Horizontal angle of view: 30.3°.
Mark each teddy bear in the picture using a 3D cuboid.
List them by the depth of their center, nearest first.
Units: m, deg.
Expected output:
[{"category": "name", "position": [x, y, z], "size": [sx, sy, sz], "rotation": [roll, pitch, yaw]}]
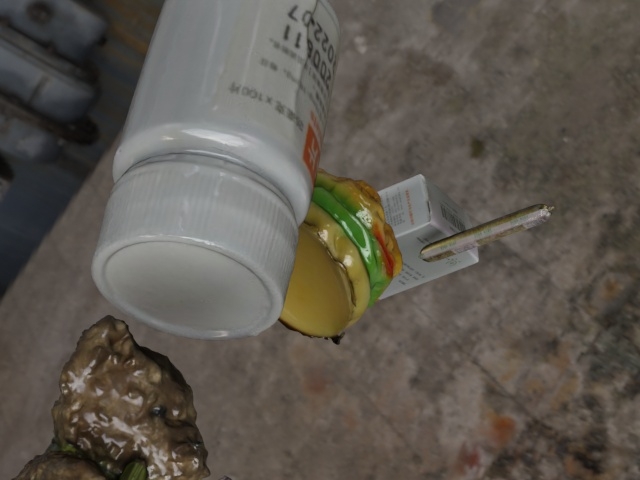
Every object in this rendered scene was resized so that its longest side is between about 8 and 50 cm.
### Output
[{"category": "teddy bear", "position": [-0.154, 0.244, 0.973], "size": [0.222, 0.246, 0.296], "rotation": [-41, 54, -1]}]

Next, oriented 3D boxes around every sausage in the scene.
[{"category": "sausage", "position": [0.257, -0.010, 1.871], "size": [0.269, 0.033, 0.032], "rotation": [-22, 54, 40]}]

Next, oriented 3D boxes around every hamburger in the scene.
[{"category": "hamburger", "position": [0.000, 0.000, 1.536], "size": [0.237, 0.237, 0.149], "rotation": [5, 37, 46]}]

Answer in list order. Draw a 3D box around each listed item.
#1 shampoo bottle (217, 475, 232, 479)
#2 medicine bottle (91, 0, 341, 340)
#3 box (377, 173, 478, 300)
[{"category": "shampoo bottle", "position": [-0.249, 0.390, 1.707], "size": [0.071, 0.284, 0.153], "rotation": [44, 113, 31]}, {"category": "medicine bottle", "position": [-0.102, -0.100, 1.242], "size": [0.211, 0.211, 0.371], "rotation": [-20, 47, 37]}, {"category": "box", "position": [0.102, 0.013, 2.097], "size": [0.300, 0.200, 0.106], "rotation": [-23, 58, 23]}]
